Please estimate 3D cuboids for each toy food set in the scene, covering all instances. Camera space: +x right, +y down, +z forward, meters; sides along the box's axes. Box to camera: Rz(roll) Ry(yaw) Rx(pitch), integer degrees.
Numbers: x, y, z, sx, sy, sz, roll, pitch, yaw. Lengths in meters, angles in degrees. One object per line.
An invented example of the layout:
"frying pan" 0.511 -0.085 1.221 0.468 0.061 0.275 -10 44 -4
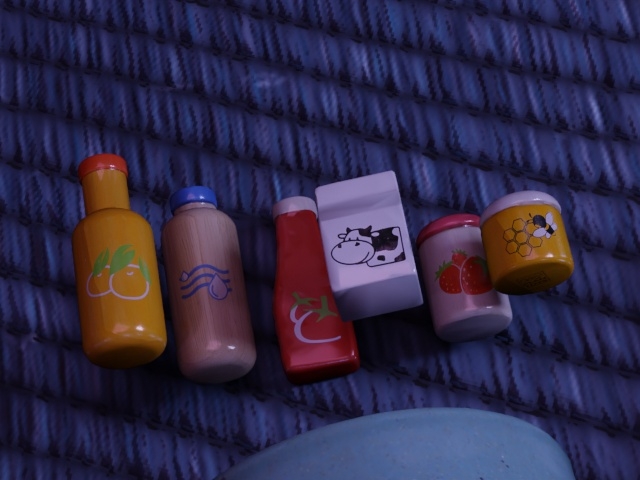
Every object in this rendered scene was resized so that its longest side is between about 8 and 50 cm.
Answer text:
"toy food set" 0.000 0.000 0.809 0.232 0.111 0.105 -13 65 4

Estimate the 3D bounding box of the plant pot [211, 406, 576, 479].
"plant pot" 0.044 0.217 0.635 0.271 0.272 0.255 -16 54 0
